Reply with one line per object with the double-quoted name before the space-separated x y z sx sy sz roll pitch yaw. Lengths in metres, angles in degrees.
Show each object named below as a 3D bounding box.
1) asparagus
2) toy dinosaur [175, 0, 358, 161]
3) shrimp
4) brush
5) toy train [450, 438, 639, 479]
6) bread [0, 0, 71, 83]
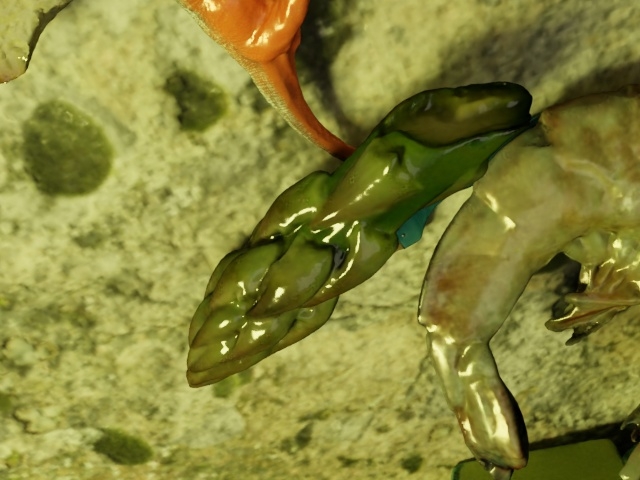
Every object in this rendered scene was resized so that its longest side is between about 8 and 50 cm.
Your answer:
"asparagus" 0.000 0.000 0.564 0.080 0.080 0.287 26 122 -30
"toy dinosaur" -0.024 -0.124 0.494 0.101 0.055 0.280 -39 127 23
"shrimp" 0.192 0.080 0.621 0.247 0.085 0.360 -9 105 -1
"brush" 0.085 -0.038 0.607 0.164 0.014 0.051 -30 128 5
"toy train" 0.243 0.324 0.823 0.253 0.160 0.397 -9 126 -1
"bread" -0.169 -0.146 0.443 0.126 0.044 0.129 -42 122 5
